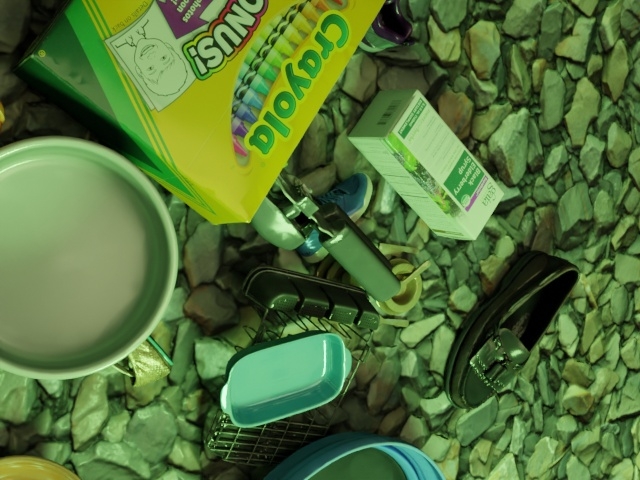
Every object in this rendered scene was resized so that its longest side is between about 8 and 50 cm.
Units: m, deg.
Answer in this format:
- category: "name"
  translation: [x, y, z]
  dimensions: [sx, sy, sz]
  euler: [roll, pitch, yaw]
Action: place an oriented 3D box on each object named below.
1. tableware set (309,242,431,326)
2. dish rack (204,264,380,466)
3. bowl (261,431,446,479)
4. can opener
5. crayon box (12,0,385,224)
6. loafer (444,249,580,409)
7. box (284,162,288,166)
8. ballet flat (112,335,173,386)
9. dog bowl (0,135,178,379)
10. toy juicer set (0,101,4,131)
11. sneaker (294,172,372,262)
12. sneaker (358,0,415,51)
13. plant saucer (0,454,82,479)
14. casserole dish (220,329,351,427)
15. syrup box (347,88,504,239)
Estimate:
- category: "tableware set"
  translation: [0.079, 0.064, 1.558]
  dimensions: [0.194, 0.039, 0.128]
  euler: [7, 92, -36]
- category: "dish rack"
  translation: [-0.045, 0.183, 1.454]
  dimensions: [0.208, 0.074, 0.272]
  euler: [15, 105, -34]
- category: "bowl"
  translation: [0.022, 0.454, 1.514]
  dimensions: [0.391, 0.077, 0.391]
  euler: [-13, 113, -33]
- category: "can opener"
  translation: [0.000, 0.000, 1.420]
  dimensions: [0.095, 0.076, 0.283]
  euler: [-35, 131, 10]
- category: "crayon box"
  translation: [-0.133, -0.253, 1.286]
  dimensions: [0.313, 0.106, 0.363]
  euler: [38, 71, -21]
- category: "loafer"
  translation: [0.308, 0.143, 1.697]
  dimensions: [0.109, 0.095, 0.303]
  euler: [46, 70, -30]
- category: "box"
  translation: [-0.124, -0.150, 1.385]
  dimensions: [0.109, 0.042, 0.178]
  euler: [-37, 117, -26]
- category: "ballet flat"
  translation: [-0.261, 0.104, 1.307]
  dimensions: [0.067, 0.073, 0.206]
  euler: [-38, 113, -10]
- category: "dog bowl"
  translation: [-0.298, 0.019, 1.193]
  dimensions: [0.264, 0.104, 0.265]
  euler: [0, 89, -16]
- category: "toy juicer set"
  translation: [-0.451, -0.204, 1.079]
  dimensions: [0.209, 0.089, 0.329]
  euler: [-30, 108, -10]
- category: "sneaker"
  translation: [0.007, -0.051, 1.481]
  dimensions: [0.152, 0.058, 0.084]
  euler: [-51, 130, -11]
- category: "sneaker"
  translation: [0.064, -0.366, 1.455]
  dimensions: [0.083, 0.098, 0.224]
  euler: [-42, 118, -24]
- category: "plant saucer"
  translation: [-0.356, 0.355, 1.249]
  dimensions: [0.199, 0.037, 0.200]
  euler: [3, 77, -14]
- category: "casserole dish"
  translation: [-0.049, 0.174, 1.378]
  dimensions: [0.188, 0.037, 0.114]
  euler: [-14, 120, -25]
- category: "syrup box"
  translation: [0.158, -0.109, 1.558]
  dimensions: [0.237, 0.096, 0.093]
  euler: [44, 71, -30]
